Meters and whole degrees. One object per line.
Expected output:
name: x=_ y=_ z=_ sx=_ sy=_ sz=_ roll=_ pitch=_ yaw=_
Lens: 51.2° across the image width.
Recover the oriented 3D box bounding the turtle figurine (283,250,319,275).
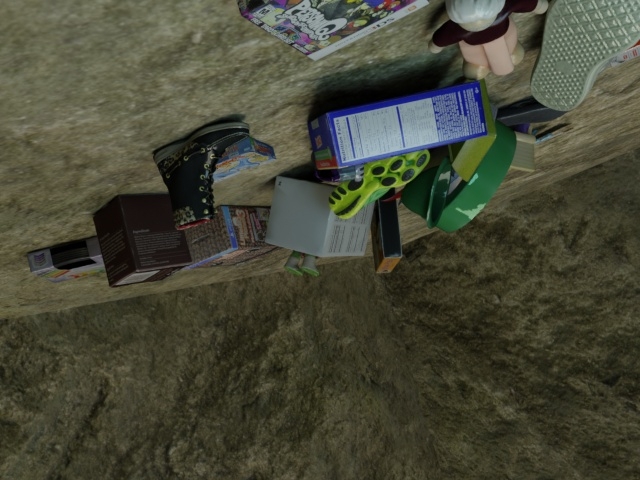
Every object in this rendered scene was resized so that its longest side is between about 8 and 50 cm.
turtle figurine: x=0.000 y=0.000 z=2.257 sx=0.198 sy=0.266 sz=0.274 roll=14 pitch=161 yaw=17

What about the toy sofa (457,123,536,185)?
toy sofa: x=0.514 y=-0.256 z=2.119 sx=0.150 sy=0.177 sz=0.362 roll=8 pitch=165 yaw=-17

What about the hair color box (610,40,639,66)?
hair color box: x=0.723 y=-0.453 z=1.491 sx=0.167 sy=0.053 sz=0.093 roll=-22 pitch=171 yaw=27

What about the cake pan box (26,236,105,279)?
cake pan box: x=-0.750 y=0.058 z=2.084 sx=0.246 sy=0.070 sz=0.267 roll=-16 pitch=171 yaw=-10

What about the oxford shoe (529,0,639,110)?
oxford shoe: x=0.509 y=-0.402 z=1.252 sx=0.130 sy=0.169 sz=0.449 roll=-56 pitch=169 yaw=-12

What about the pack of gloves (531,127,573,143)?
pack of gloves: x=0.706 y=-0.340 z=2.267 sx=0.195 sy=0.046 sz=0.232 roll=-23 pitch=-179 yaw=-40

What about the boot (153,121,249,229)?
boot: x=-0.233 y=-0.135 z=1.400 sx=0.237 sy=0.178 sz=0.085 roll=-19 pitch=171 yaw=23

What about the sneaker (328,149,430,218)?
sneaker: x=0.142 y=-0.164 z=1.663 sx=0.296 sy=0.109 sz=0.123 roll=-31 pitch=-172 yaw=33

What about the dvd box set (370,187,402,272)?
dvd box set: x=0.206 y=-0.064 z=2.199 sx=0.062 sy=0.307 sz=0.420 roll=-5 pitch=172 yaw=1

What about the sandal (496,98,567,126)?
sandal: x=0.552 y=-0.358 z=1.833 sx=0.255 sy=0.054 sz=0.097 roll=-7 pitch=165 yaw=10

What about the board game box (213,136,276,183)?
board game box: x=-0.224 y=-0.184 z=1.584 sx=0.201 sy=0.035 sz=0.136 roll=-19 pitch=171 yaw=19

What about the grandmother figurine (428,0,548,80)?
grandmother figurine: x=0.286 y=-0.366 z=1.146 sx=0.208 sy=0.104 sz=0.342 roll=-28 pitch=170 yaw=19

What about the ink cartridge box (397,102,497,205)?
ink cartridge box: x=0.329 y=-0.213 z=1.746 sx=0.311 sy=0.065 sz=0.185 roll=-42 pitch=-162 yaw=47

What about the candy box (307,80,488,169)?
candy box: x=0.150 y=-0.239 z=1.416 sx=0.318 sy=0.122 sz=0.268 roll=-13 pitch=-171 yaw=-7

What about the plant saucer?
plant saucer: x=0.326 y=-0.258 z=1.508 sx=0.045 sy=0.188 sz=0.188 roll=0 pitch=153 yaw=-9

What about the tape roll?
tape roll: x=0.385 y=-0.178 z=1.778 sx=0.077 sy=0.321 sz=0.321 roll=31 pitch=156 yaw=-12

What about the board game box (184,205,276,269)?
board game box: x=-0.292 y=-0.010 z=2.201 sx=0.232 sy=0.141 sz=0.291 roll=-22 pitch=170 yaw=34

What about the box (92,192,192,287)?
box: x=-0.467 y=-0.001 z=1.752 sx=0.167 sy=0.203 sz=0.169 roll=-8 pitch=168 yaw=-43

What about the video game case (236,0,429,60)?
video game case: x=0.025 y=-0.349 z=0.966 sx=0.210 sy=0.041 sz=0.232 roll=-21 pitch=170 yaw=23

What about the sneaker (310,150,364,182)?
sneaker: x=0.012 y=-0.188 z=1.626 sx=0.098 sy=0.083 sz=0.224 roll=-15 pitch=-160 yaw=-25

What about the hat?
hat: x=0.208 y=-0.127 z=1.633 sx=0.184 sy=0.208 sz=0.173 roll=17 pitch=-141 yaw=21

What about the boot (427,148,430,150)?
boot: x=0.329 y=-0.249 z=2.034 sx=0.229 sy=0.091 sz=0.263 roll=-7 pitch=165 yaw=-16

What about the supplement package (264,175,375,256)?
supplement package: x=0.004 y=-0.068 z=1.952 sx=0.199 sy=0.197 sz=0.263 roll=14 pitch=-173 yaw=29
